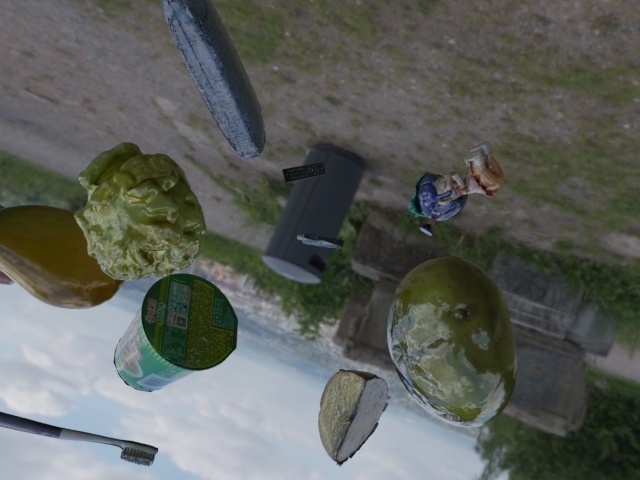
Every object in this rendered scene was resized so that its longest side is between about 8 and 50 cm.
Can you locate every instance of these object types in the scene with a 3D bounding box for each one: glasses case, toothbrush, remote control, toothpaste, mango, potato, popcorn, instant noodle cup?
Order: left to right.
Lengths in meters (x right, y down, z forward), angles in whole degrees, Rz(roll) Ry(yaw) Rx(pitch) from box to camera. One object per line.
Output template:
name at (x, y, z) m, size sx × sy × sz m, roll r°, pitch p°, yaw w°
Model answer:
toothbrush at (-0.345, 0.235, 0.790) m, size 0.288 × 0.024 × 0.026 m, roll 19°, pitch -149°, yaw -11°
mango at (-0.469, 0.030, 1.146) m, size 0.119 × 0.176 × 0.317 m, roll -9°, pitch 153°, yaw 35°
popcorn at (-0.282, -0.047, 0.985) m, size 0.235 × 0.181 × 0.216 m, roll 100°, pitch 147°, yaw -58°
instant noodle cup at (-0.310, 0.208, 1.305) m, size 0.207 × 0.207 × 0.233 m, roll 27°, pitch 136°, yaw -23°
glasses case at (-0.144, -0.240, 0.903) m, size 0.067 × 0.109 × 0.282 m, roll -14°, pitch 131°, yaw 11°
remote control at (-0.036, -0.145, 1.363) m, size 0.091 × 0.034 × 0.016 m, roll -12°, pitch 172°, yaw -12°
toothpaste at (0.000, 0.000, 1.106) m, size 0.083 × 0.027 × 0.019 m, roll 9°, pitch 121°, yaw 13°
potato at (0.073, 0.346, 1.362) m, size 0.098 × 0.243 × 0.138 m, roll 35°, pitch -150°, yaw 33°
potato at (0.157, 0.123, 0.764) m, size 0.149 × 0.196 × 0.228 m, roll -2°, pitch 169°, yaw 11°

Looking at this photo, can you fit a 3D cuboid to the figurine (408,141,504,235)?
figurine at (0.249, -0.093, 1.191) m, size 0.195 × 0.111 × 0.102 m, roll -26°, pitch 103°, yaw 46°

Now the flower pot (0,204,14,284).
flower pot at (-0.699, 0.004, 1.339) m, size 0.173 × 0.190 × 0.191 m, roll 24°, pitch 169°, yaw -13°
